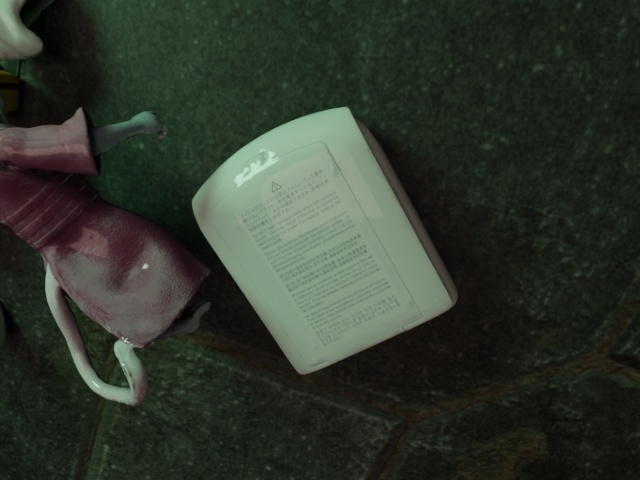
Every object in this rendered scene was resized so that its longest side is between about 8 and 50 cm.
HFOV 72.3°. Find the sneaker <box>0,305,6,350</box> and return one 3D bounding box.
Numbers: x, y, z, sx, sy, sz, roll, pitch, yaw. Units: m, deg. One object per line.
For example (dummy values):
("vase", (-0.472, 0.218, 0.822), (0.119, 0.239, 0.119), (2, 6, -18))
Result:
("sneaker", (-0.587, 0.096, 0.674), (0.121, 0.079, 0.216), (-21, 98, 14))

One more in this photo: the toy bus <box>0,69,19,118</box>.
("toy bus", (-0.573, -0.205, 0.548), (0.333, 0.108, 0.130), (18, 109, -2))

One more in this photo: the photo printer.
("photo printer", (0.000, 0.000, 0.580), (0.256, 0.107, 0.307), (-29, 104, 13))

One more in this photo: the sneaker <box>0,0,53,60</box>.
("sneaker", (-0.382, -0.322, 0.520), (0.116, 0.090, 0.231), (-9, 98, -25))

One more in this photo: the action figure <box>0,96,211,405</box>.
("action figure", (-0.308, -0.025, 0.497), (0.248, 0.275, 0.370), (-14, 128, 37))
